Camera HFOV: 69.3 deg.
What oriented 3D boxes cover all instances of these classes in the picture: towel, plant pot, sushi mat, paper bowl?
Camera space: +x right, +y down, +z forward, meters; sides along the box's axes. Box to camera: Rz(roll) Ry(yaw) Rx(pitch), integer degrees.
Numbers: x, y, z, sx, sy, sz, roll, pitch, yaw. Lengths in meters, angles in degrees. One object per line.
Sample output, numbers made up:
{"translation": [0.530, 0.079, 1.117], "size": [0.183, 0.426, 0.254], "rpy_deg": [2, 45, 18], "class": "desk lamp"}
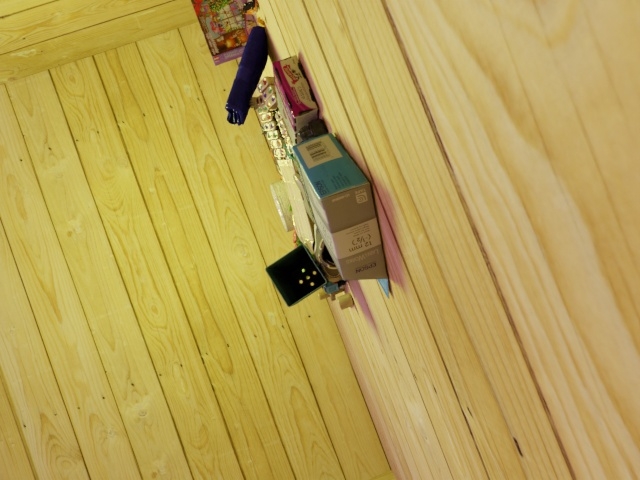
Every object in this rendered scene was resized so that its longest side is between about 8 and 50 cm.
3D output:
{"translation": [-0.253, -0.569, 1.633], "size": [0.228, 0.076, 0.308], "rpy_deg": [-171, 99, -80], "class": "towel"}
{"translation": [-0.070, 0.136, 1.738], "size": [0.165, 0.166, 0.234], "rpy_deg": [57, -176, 11], "class": "plant pot"}
{"translation": [-0.090, -0.149, 1.716], "size": [0.151, 0.019, 0.316], "rpy_deg": [15, 123, 65], "class": "sushi mat"}
{"translation": [-0.168, -0.201, 2.560], "size": [0.284, 0.148, 0.284], "rpy_deg": [160, 90, -86], "class": "paper bowl"}

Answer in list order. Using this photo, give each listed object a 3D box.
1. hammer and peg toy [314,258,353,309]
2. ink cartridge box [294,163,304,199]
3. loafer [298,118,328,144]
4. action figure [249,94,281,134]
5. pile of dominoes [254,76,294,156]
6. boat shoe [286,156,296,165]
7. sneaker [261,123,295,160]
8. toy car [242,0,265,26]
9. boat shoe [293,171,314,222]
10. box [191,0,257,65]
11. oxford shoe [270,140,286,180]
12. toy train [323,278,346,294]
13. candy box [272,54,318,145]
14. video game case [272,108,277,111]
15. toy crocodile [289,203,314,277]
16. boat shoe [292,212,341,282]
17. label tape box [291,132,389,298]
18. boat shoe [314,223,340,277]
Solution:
{"translation": [0.027, 0.174, 2.087], "size": [0.266, 0.128, 0.361], "rpy_deg": [80, 169, -64], "class": "hammer and peg toy"}
{"translation": [-0.073, -0.219, 1.753], "size": [0.198, 0.067, 0.115], "rpy_deg": [42, 154, 53], "class": "ink cartridge box"}
{"translation": [-0.024, -0.248, 1.234], "size": [0.223, 0.078, 0.076], "rpy_deg": [88, 161, -75], "class": "loafer"}
{"translation": [-0.167, -0.445, 1.644], "size": [0.275, 0.141, 0.164], "rpy_deg": [-113, 7, -62], "class": "action figure"}
{"translation": [-0.139, -0.394, 1.484], "size": [0.196, 0.040, 0.251], "rpy_deg": [-26, 82, 48], "class": "pile of dominoes"}
{"translation": [-0.128, -0.364, 1.894], "size": [0.083, 0.076, 0.226], "rpy_deg": [-146, 36, -81], "class": "boat shoe"}
{"translation": [-0.123, -0.396, 1.788], "size": [0.224, 0.098, 0.083], "rpy_deg": [44, 175, 8], "class": "sneaker"}
{"translation": [-0.215, -0.730, 1.510], "size": [0.041, 0.060, 0.121], "rpy_deg": [17, -128, -55], "class": "toy car"}
{"translation": [-0.005, -0.139, 1.523], "size": [0.112, 0.096, 0.335], "rpy_deg": [55, 174, 23], "class": "boat shoe"}
{"translation": [-0.357, -0.828, 1.769], "size": [0.057, 0.201, 0.293], "rpy_deg": [84, 165, -73], "class": "box"}
{"translation": [-0.158, -0.352, 1.997], "size": [0.271, 0.097, 0.098], "rpy_deg": [60, 166, 30], "class": "oxford shoe"}
{"translation": [0.039, 0.129, 1.911], "size": [0.080, 0.105, 0.184], "rpy_deg": [78, 170, -57], "class": "toy train"}
{"translation": [-0.066, -0.365, 1.259], "size": [0.233, 0.071, 0.159], "rpy_deg": [106, 143, -81], "class": "candy box"}
{"translation": [-0.168, -0.489, 2.123], "size": [0.285, 0.025, 0.204], "rpy_deg": [76, 172, -52], "class": "video game case"}
{"translation": [-0.074, -0.006, 1.942], "size": [0.115, 0.105, 0.340], "rpy_deg": [113, 155, -71], "class": "toy crocodile"}
{"translation": [0.000, 0.000, 1.826], "size": [0.341, 0.122, 0.110], "rpy_deg": [58, 168, 12], "class": "boat shoe"}
{"translation": [0.050, -0.040, 1.092], "size": [0.249, 0.115, 0.347], "rpy_deg": [-117, 9, -50], "class": "label tape box"}
{"translation": [0.036, 0.044, 1.595], "size": [0.305, 0.109, 0.091], "rpy_deg": [82, 172, -50], "class": "boat shoe"}
